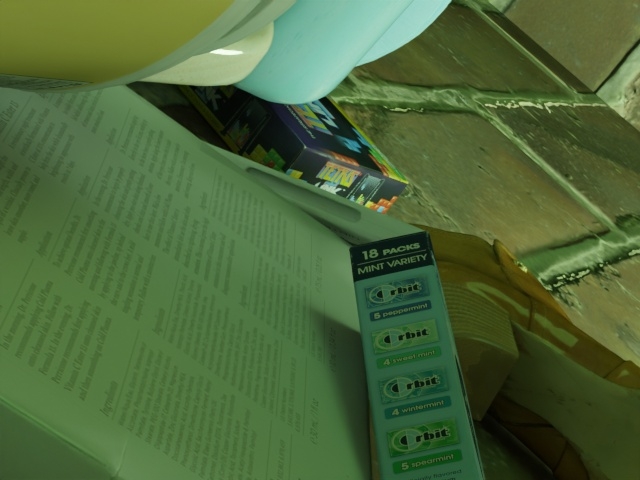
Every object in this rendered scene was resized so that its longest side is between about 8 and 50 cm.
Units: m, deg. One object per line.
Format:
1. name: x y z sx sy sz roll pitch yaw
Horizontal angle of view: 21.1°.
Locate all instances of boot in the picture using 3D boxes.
1. boot: 0.174 0.090 1.157 0.295 0.104 0.211 31 18 -14

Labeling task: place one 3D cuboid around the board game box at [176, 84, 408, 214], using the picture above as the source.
1. board game box: -0.031 -0.093 1.299 0.170 0.048 0.141 49 18 31

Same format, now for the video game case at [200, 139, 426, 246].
1. video game case: 0.000 0.000 0.983 0.143 0.019 0.157 22 -14 14

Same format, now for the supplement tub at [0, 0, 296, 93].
1. supplement tub: -0.135 -0.176 0.626 0.241 0.241 0.331 44 18 16

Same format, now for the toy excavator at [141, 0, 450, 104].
1. toy excavator: -0.055 -0.195 1.127 0.433 0.222 0.445 24 31 -34

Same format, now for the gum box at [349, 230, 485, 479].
1. gum box: 0.053 0.113 0.745 0.184 0.041 0.157 -98 174 -55

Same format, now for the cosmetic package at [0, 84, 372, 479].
1. cosmetic package: -0.117 0.022 0.722 0.284 0.097 0.377 38 16 -12
